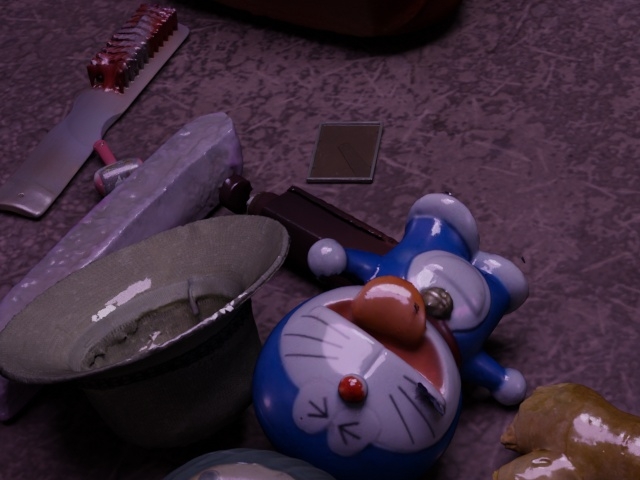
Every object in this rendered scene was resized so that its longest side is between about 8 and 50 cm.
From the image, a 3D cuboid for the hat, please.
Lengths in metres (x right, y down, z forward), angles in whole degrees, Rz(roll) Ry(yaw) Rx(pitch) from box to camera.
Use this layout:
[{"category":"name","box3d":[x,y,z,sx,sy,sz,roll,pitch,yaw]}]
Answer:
[{"category":"hat","box3d":[-0.123,0.095,1.387,0.257,0.130,0.257,-19,21,7]}]

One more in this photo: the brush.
[{"category":"brush","box3d":[-0.231,-0.141,1.750,0.060,0.050,0.321,14,47,20]}]

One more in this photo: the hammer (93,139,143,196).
[{"category":"hammer","box3d":[-0.204,-0.075,1.681,0.052,0.031,0.083,-20,40,-15]}]

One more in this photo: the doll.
[{"category":"doll","box3d":[0.065,0.085,1.346,0.215,0.161,0.257,41,59,-5]}]

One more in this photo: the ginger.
[{"category":"ginger","box3d":[0.279,0.171,1.282,0.298,0.065,0.118,7,57,20]}]

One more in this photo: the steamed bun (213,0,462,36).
[{"category":"steamed bun","box3d":[-0.007,-0.377,1.825,0.379,0.235,0.248,17,53,28]}]

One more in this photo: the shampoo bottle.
[{"category":"shampoo bottle","box3d":[0.002,0.000,1.532,0.236,0.068,0.067,30,54,34]}]

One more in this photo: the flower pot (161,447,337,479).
[{"category":"flower pot","box3d":[-0.037,0.248,1.190,0.189,0.157,0.243,-31,47,-25]}]

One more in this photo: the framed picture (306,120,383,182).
[{"category":"framed picture","box3d":[0.025,-0.086,1.666,0.066,0.007,0.089,0,42,11]}]

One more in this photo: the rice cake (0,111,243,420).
[{"category":"rice cake","box3d":[-0.191,0.019,1.543,0.064,0.070,0.399,15,47,33]}]
